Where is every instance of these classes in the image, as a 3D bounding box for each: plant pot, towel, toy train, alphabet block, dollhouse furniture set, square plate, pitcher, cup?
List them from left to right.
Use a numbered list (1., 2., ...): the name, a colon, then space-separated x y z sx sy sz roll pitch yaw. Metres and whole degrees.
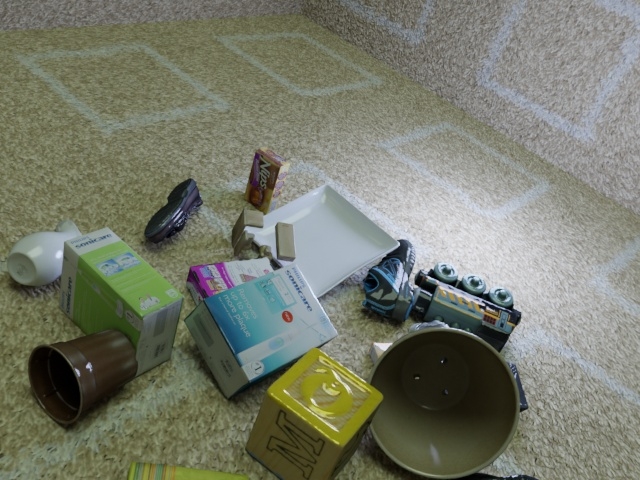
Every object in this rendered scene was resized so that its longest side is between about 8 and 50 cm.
1. pitcher: -0.645 0.049 1.633 0.178 0.125 0.207 39 25 1
2. plant pot: -0.482 0.268 1.375 0.167 0.167 0.165 35 28 21
3. towel: -0.257 0.492 1.289 0.237 0.021 0.102 11 41 -14
4. dollhouse furniture set: -0.168 0.010 1.929 0.151 0.123 0.144 9 56 -22
5. alphabet block: -0.014 0.383 1.399 0.193 0.197 0.192 32 36 16
6. square plate: 0.000 0.000 2.004 0.347 0.049 0.344 -30 56 -29
7. cup: 0.271 0.342 1.539 0.331 0.331 0.237 22 6 4
8. toy train: 0.420 0.196 1.940 0.334 0.142 0.190 24 44 7

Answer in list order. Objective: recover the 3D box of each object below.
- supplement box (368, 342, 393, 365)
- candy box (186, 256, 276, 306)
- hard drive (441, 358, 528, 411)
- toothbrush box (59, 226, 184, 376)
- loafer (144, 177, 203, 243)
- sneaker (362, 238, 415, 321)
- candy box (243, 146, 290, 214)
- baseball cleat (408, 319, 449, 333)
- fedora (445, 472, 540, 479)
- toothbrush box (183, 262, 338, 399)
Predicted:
1. supplement box: 0.172 0.313 1.730 0.062 0.036 0.098 4 38 -21
2. candy box: -0.217 0.130 1.761 0.233 0.071 0.159 -7 43 -32
3. hard drive: 0.406 0.372 1.750 0.255 0.054 0.172 13 35 -8
4. toothbrush box: -0.459 0.139 1.508 0.283 0.206 0.122 36 38 23
5. loafer: -0.409 -0.074 1.927 0.095 0.109 0.302 57 26 -25
6. sneaker: 0.202 0.094 1.974 0.140 0.125 0.341 14 33 -1
7. candy box: -0.173 -0.190 2.122 0.109 0.186 0.053 36 38 22
8. baseball cleat: 0.295 0.258 1.789 0.109 0.072 0.206 -9 -4 4
9. fedora: 0.407 0.582 1.374 0.334 0.152 0.334 14 34 -10
10. toothbrush box: -0.137 0.208 1.584 0.295 0.126 0.216 -19 74 -44
